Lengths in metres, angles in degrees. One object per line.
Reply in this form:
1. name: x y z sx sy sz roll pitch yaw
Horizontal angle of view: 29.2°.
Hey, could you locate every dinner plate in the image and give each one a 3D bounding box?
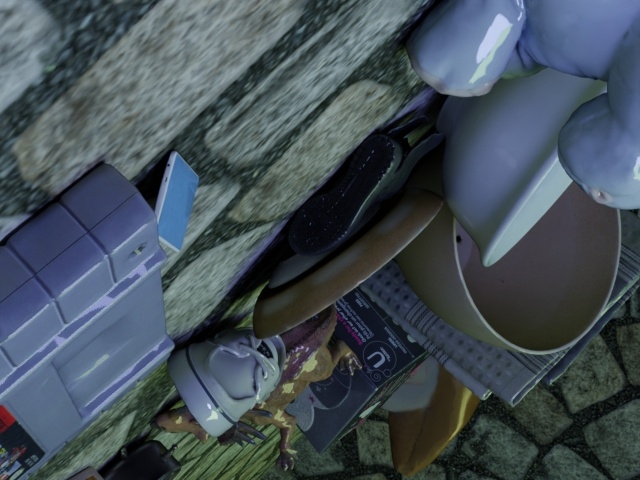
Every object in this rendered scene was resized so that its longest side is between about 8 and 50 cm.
1. dinner plate: 0.000 0.000 1.240 0.141 0.017 0.141 -35 -173 5

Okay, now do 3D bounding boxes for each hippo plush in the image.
1. hippo plush: 0.242 -0.163 0.938 0.234 0.236 0.294 -34 167 -44

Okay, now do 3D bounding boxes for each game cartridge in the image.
1. game cartridge: -0.198 0.098 0.804 0.230 0.068 0.355 -45 172 -16

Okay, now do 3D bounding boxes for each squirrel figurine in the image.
1. squirrel figurine: 0.214 0.135 2.092 0.397 0.281 0.370 -44 177 21

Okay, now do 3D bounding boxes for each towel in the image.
1. towel: 0.242 0.032 1.607 0.312 0.324 0.056 -42 144 -12

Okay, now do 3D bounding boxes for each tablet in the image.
1. tablet: -0.093 -0.024 0.783 0.083 0.006 0.054 64 39 -81

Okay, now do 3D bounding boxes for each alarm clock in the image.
1. alarm clock: -0.244 0.313 1.540 0.129 0.064 0.192 -38 167 -33

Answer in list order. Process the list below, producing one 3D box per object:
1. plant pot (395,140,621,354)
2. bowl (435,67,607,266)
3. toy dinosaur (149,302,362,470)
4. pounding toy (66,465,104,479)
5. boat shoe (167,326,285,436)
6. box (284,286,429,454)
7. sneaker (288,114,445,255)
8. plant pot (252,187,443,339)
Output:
1. plant pot: 0.195 -0.010 1.475 0.284 0.284 0.191 -37 -159 -33
2. bowl: 0.212 -0.128 1.241 0.298 0.134 0.298 -47 167 -14
3. toy dinosaur: -0.054 0.164 1.532 0.296 0.127 0.200 -51 157 -7
4. pounding toy: -0.244 0.328 1.363 0.100 0.141 0.130 -48 170 23
5. boat shoe: -0.085 0.135 1.279 0.088 0.096 0.267 -34 173 6
6. box: 0.032 0.168 1.757 0.142 0.163 0.247 -33 166 -34
7. sneaker: 0.044 -0.051 1.177 0.170 0.051 0.089 -49 165 14
8. plant pot: 0.020 0.015 1.242 0.236 0.032 0.236 -35 -172 6
